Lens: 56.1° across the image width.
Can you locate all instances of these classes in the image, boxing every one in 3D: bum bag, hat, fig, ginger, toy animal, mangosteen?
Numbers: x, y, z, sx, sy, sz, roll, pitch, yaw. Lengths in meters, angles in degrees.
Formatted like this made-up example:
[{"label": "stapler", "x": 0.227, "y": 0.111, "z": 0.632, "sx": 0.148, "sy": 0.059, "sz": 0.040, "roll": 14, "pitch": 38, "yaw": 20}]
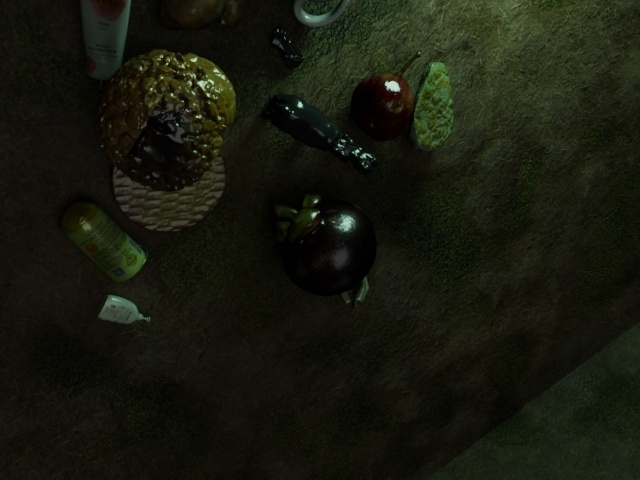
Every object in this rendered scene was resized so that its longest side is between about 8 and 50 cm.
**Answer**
[{"label": "bum bag", "x": -0.092, "y": -0.525, "z": 1.651, "sx": 0.058, "sy": 0.034, "sz": 0.124, "roll": -49, "pitch": 126, "yaw": -11}, {"label": "hat", "x": 0.101, "y": 0.145, "z": 2.056, "sx": 0.122, "sy": 0.081, "sz": 0.166, "roll": -30, "pitch": 116, "yaw": 35}, {"label": "fig", "x": 0.194, "y": -0.428, "z": 1.788, "sx": 0.204, "sy": 0.186, "sz": 0.250, "roll": 71, "pitch": 30, "yaw": -51}, {"label": "ginger", "x": -0.341, "y": -0.620, "z": 1.399, "sx": 0.256, "sy": 0.176, "sz": 0.375, "roll": -44, "pitch": 129, "yaw": 18}, {"label": "toy animal", "x": 0.004, "y": -0.305, "z": 1.719, "sx": 0.343, "sy": 0.168, "sz": 0.106, "roll": 29, "pitch": 96, "yaw": -20}, {"label": "mangosteen", "x": 0.000, "y": 0.000, "z": 1.794, "sx": 0.307, "sy": 0.307, "sz": 0.347, "roll": -45, "pitch": 109, "yaw": -3}]

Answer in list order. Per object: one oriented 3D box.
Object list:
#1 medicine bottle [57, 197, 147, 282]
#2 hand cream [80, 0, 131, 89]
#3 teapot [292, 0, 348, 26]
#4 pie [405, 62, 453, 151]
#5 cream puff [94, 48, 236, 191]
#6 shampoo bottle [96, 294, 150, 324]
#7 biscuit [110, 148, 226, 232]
[{"label": "medicine bottle", "x": -0.577, "y": -0.003, "z": 1.584, "sx": 0.124, "sy": 0.124, "sz": 0.239, "roll": -40, "pitch": 124, "yaw": -6}, {"label": "hand cream", "x": -0.490, "y": -0.491, "z": 1.364, "sx": 0.124, "sy": 0.078, "sz": 0.341, "roll": 8, "pitch": 136, "yaw": -14}, {"label": "teapot", "x": -0.033, "y": -0.718, "z": 1.484, "sx": 0.280, "sy": 0.252, "sz": 0.424, "roll": -2, "pitch": 145, "yaw": 9}, {"label": "pie", "x": 0.340, "y": -0.407, "z": 1.854, "sx": 0.257, "sy": 0.105, "sz": 0.275, "roll": -27, "pitch": 129, "yaw": -53}, {"label": "cream puff", "x": -0.360, "y": -0.278, "z": 1.434, "sx": 0.342, "sy": 0.231, "sz": 0.327, "roll": -19, "pitch": 123, "yaw": -1}, {"label": "shampoo bottle", "x": -0.560, "y": 0.208, "z": 1.734, "sx": 0.152, "sy": 0.045, "sz": 0.077, "roll": 24, "pitch": 98, "yaw": -32}, {"label": "biscuit", "x": -0.410, "y": -0.169, "z": 1.643, "sx": 0.317, "sy": 0.040, "sz": 0.318, "roll": -10, "pitch": 116, "yaw": -22}]
